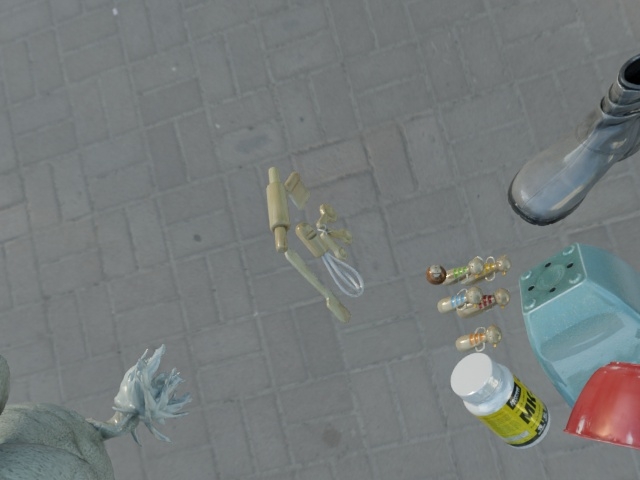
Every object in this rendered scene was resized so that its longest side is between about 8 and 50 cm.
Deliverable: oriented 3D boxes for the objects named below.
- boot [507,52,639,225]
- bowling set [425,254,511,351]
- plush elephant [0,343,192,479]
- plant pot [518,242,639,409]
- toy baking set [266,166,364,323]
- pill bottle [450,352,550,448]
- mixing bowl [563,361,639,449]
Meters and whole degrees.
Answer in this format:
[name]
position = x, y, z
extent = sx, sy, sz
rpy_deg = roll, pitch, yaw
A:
[boot]
position = 0.445, -0.183, 1.028
extent = 0.338, 0.222, 0.118
rpy_deg = -40, 69, -21
[bowling set]
position = 0.382, 0.128, 1.651
extent = 0.154, 0.200, 0.286
rpy_deg = -26, 40, 38
[plush elephant]
position = -0.216, 0.208, 0.415
extent = 0.272, 0.255, 0.330
rpy_deg = 44, 80, -2
[plant pot]
position = 0.548, 0.154, 1.326
extent = 0.247, 0.247, 0.252
rpy_deg = -37, 108, 29
[toy baking set]
position = -0.005, -0.004, 0.994
extent = 0.030, 0.197, 0.256
rpy_deg = -36, 40, 30
[pill bottle]
position = 0.368, 0.328, 1.321
extent = 0.119, 0.119, 0.208
rpy_deg = -46, 115, 4
[mixing bowl]
position = 0.399, 0.205, 0.792
extent = 0.182, 0.181, 0.098
rpy_deg = 7, 79, 13
